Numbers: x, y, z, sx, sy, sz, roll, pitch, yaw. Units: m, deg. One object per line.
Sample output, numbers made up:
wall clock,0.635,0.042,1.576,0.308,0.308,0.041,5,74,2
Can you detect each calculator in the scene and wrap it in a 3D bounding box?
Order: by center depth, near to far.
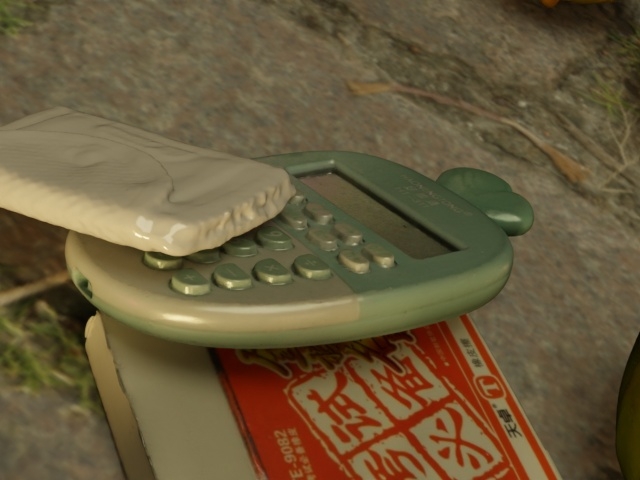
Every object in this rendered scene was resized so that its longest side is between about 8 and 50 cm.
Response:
calculator,0.000,0.000,0.743,0.295,0.042,0.184,-10,31,-33

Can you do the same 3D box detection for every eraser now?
eraser,0.005,0.097,0.694,0.230,0.038,0.157,-3,50,-30

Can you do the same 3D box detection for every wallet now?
wallet,-0.115,-0.037,0.707,0.183,0.032,0.124,16,24,30

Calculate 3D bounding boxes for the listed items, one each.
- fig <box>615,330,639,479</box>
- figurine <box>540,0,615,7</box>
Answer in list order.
fig,0.271,0.081,0.722,0.203,0.225,0.203,8,24,-4
figurine,0.181,-0.343,1.126,0.215,0.187,0.343,-1,42,-45
